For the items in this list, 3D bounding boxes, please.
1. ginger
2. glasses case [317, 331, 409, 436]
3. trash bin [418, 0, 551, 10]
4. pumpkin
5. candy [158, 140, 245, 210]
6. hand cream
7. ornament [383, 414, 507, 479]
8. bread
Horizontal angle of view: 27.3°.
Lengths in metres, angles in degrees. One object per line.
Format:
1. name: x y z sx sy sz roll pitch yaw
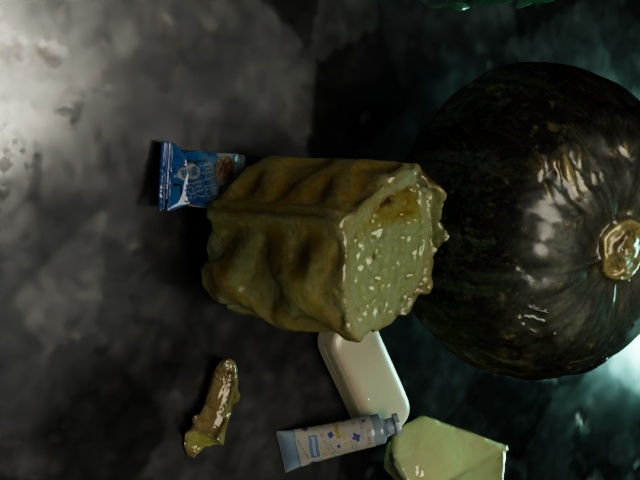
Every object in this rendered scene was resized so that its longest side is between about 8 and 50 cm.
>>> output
1. ginger: -0.136 0.223 1.733 0.057 0.044 0.137 24 81 -17
2. glasses case: 0.062 0.190 1.863 0.083 0.050 0.196 -36 117 -28
3. trash bin: 0.289 -0.459 1.808 0.381 0.295 0.259 -17 107 -43
4. pumpkin: 0.299 -0.028 1.815 0.454 0.344 0.454 -14 113 -35
5. candy: -0.150 -0.074 1.681 0.136 0.038 0.088 8 79 -43
6. hand cream: 0.027 0.273 1.829 0.171 0.043 0.065 -13 105 -1
7. ornament: 0.203 0.339 1.906 0.180 0.059 0.201 -24 67 -28
8. bread: -0.001 0.006 1.655 0.238 0.252 0.196 -43 131 -31
